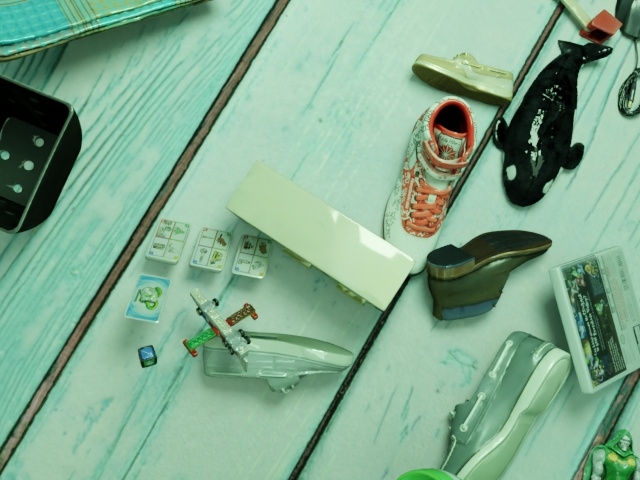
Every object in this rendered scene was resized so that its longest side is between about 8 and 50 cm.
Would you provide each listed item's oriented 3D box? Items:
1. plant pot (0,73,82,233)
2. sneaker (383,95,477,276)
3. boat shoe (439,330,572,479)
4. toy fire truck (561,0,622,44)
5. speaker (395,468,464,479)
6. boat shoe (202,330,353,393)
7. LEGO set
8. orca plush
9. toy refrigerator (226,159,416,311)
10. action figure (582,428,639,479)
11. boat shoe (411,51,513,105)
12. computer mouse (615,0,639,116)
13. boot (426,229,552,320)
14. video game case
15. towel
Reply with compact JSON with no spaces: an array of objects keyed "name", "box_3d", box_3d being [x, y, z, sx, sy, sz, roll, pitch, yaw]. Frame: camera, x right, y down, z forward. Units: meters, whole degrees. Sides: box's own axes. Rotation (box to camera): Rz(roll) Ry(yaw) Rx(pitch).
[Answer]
[{"name":"plant pot","box_3d":[-0.446,-0.122,0.896,0.188,0.167,0.188,23,86,-1]},{"name":"sneaker","box_3d":[0.159,-0.081,0.938,0.090,0.145,0.270,15,86,-2]},{"name":"boat shoe","box_3d":[0.252,0.280,0.963,0.099,0.116,0.319,37,93,43]},{"name":"toy fire truck","box_3d":[0.424,-0.428,1.025,0.192,0.047,0.135,37,86,0]},{"name":"speaker","box_3d":[0.211,0.398,0.853,0.296,0.131,0.131,34,84,-38]},{"name":"boat shoe","box_3d":[-0.066,0.186,0.949,0.227,0.079,0.081,6,93,3]},{"name":"LEGO set","box_3d":[-0.179,0.087,0.919,0.182,0.060,0.244,11,50,-3]},{"name":"orca plush","box_3d":[0.374,-0.192,0.979,0.151,0.102,0.287,37,85,-1]},{"name":"toy refrigerator","box_3d":[0.000,0.000,0.926,0.269,0.102,0.094,32,86,8]},{"name":"action figure","box_3d":[0.447,0.406,0.970,0.137,0.063,0.232,12,82,1]},{"name":"boat shoe","box_3d":[0.228,-0.266,0.999,0.170,0.063,0.059,17,83,-12]},{"name":"computer mouse","box_3d":[0.521,-0.323,1.027,0.071,0.041,0.242,4,87,-4]},{"name":"boot","box_3d":[0.261,0.052,0.986,0.219,0.082,0.106,-12,117,-17]},{"name":"video game case","box_3d":[0.431,0.116,0.965,0.173,0.022,0.191,-13,87,-34]},{"name":"towel","box_3d":[-0.352,-0.409,0.903,0.370,0.040,0.271,-26,75,-23]}]
